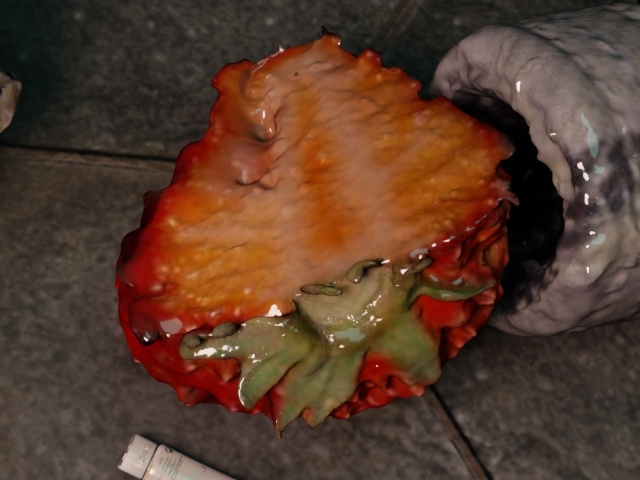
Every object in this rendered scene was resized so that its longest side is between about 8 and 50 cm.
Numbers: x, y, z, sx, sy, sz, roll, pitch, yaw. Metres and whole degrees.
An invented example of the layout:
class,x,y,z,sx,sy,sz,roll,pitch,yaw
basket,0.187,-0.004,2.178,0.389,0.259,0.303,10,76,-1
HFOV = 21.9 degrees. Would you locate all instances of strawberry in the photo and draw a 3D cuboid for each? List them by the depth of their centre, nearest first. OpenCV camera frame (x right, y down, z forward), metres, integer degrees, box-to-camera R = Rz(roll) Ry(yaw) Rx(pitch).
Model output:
class,x,y,z,sx,sy,sz,roll,pitch,yaw
strawberry,-0.012,0.012,1.065,0.253,0.150,0.280,-33,38,-11

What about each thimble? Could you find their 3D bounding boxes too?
class,x,y,z,sx,sy,sz,roll,pitch,yaw
thimble,0.170,-0.042,1.089,0.157,0.245,0.217,-14,102,-22

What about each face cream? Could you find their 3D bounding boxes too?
class,x,y,z,sx,sy,sz,roll,pitch,yaw
face cream,-0.071,0.157,1.040,0.115,0.020,0.038,26,58,-3

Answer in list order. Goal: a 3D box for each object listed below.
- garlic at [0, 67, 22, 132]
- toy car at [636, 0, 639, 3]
class,x,y,z,sx,sy,sz,roll,pitch,yaw
garlic,-0.347,-0.122,0.981,0.322,0.241,0.322,16,49,-19
toy car,0.395,-0.112,1.151,0.341,0.271,0.240,-19,64,3
